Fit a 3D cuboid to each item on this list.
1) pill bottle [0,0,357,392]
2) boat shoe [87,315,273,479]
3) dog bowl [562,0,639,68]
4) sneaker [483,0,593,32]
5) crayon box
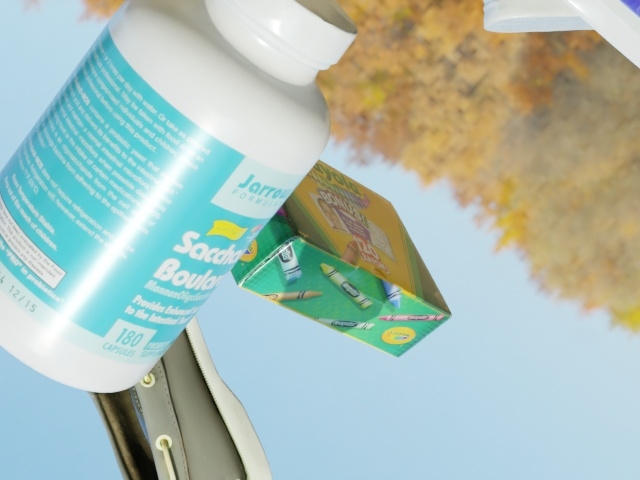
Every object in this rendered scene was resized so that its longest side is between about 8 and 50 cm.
[{"bbox_3d":[-0.093,-0.048,0.933,0.146,0.264,0.146,35,-162,-13],"label":"pill bottle"},{"bbox_3d":[-0.144,0.084,1.177,0.091,0.109,0.305,-23,-100,-34],"label":"boat shoe"},{"bbox_3d":[0.223,-0.248,1.309,0.265,0.104,0.265,38,-168,-10],"label":"dog bowl"},{"bbox_3d":[0.306,-0.314,1.694,0.292,0.169,0.108,-3,173,-20],"label":"sneaker"},{"bbox_3d":[0.000,0.000,1.572,0.278,0.081,0.165,27,-151,-50],"label":"crayon box"}]
